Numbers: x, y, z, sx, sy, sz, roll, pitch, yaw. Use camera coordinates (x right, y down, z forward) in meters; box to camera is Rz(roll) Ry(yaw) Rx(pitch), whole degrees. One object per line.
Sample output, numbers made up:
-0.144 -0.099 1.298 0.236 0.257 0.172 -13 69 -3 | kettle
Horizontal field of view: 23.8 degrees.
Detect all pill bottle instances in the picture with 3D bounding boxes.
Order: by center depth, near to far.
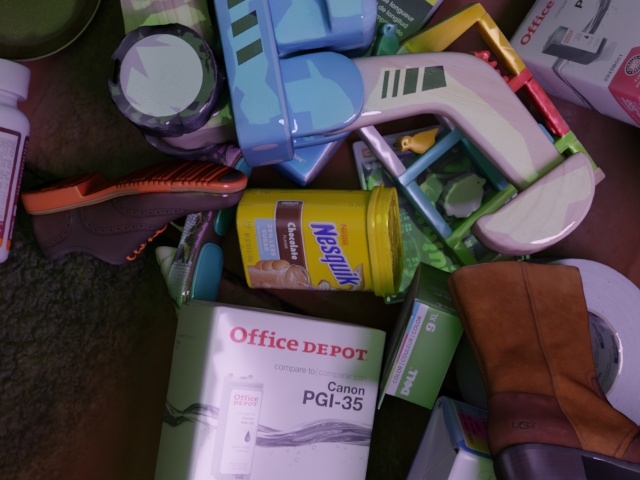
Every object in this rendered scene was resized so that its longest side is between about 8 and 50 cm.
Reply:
-0.391 -0.091 1.691 0.121 0.121 0.221 9 86 2 | pill bottle

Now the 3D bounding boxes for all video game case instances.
0.139 -0.036 1.725 0.173 0.022 0.190 -12 86 1 | video game case

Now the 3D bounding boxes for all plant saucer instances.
-0.345 -0.301 1.749 0.198 0.036 0.199 0 86 0 | plant saucer

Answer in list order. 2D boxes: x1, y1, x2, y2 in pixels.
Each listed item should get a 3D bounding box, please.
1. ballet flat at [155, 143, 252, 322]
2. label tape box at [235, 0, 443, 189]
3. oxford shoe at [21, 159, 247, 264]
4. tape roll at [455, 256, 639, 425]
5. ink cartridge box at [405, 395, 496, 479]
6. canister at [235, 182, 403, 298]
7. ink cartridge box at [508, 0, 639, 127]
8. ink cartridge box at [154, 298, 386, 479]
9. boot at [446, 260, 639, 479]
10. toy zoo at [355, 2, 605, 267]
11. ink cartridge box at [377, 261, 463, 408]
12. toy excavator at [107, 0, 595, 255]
-0.141 -0.006 1.711 0.079 0.077 0.222 12 81 20 | ballet flat
-0.014 -0.268 1.704 0.249 0.115 0.348 36 84 3 | label tape box
-0.199 -0.029 1.681 0.271 0.097 0.098 -5 104 25 | oxford shoe
0.260 0.127 1.650 0.219 0.072 0.219 0 90 -19 | tape roll
0.268 0.354 1.571 0.395 0.151 0.270 18 108 -7 | ink cartridge box
0.000 0.000 1.669 0.169 0.073 0.126 1 128 13 | canister
0.328 -0.220 1.639 0.092 0.218 0.159 37 85 -39 | ink cartridge box
-0.060 0.216 1.628 0.207 0.117 0.283 10 86 -23 | ink cartridge box
0.271 0.146 1.499 0.264 0.096 0.280 0 48 -10 | boot
0.157 -0.122 1.658 0.192 0.030 0.293 -40 106 -6 | toy zoo
0.111 0.106 1.610 0.062 0.209 0.109 21 105 1 | ink cartridge box
0.021 -0.172 1.522 0.445 0.222 0.433 -11 84 1 | toy excavator
